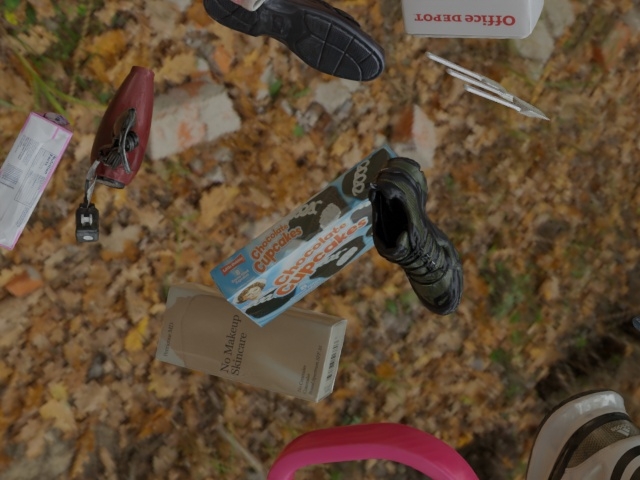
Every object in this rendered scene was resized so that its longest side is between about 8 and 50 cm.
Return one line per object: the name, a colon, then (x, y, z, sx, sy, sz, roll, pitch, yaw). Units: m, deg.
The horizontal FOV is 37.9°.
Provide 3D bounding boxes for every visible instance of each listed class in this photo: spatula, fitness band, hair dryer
spatula: (0.313, -0.289, 1.749, 0.242, 0.168, 0.019, 12, 120, -42)
fitness band: (0.063, 0.323, 1.149, 0.209, 0.291, 0.054, 63, 36, -17)
hair dryer: (-0.278, -0.150, 1.367, 0.080, 0.293, 0.223, 21, 131, -23)

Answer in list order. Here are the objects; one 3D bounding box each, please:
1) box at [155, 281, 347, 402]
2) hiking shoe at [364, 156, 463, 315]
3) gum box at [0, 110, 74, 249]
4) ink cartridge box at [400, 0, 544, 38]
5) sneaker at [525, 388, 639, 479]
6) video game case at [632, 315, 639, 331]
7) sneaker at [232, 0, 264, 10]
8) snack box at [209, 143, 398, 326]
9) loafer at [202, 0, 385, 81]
box: (-0.124, 0.178, 1.683, 0.121, 0.311, 0.148, -2, 103, -76)
hiking shoe: (0.113, 0.010, 1.231, 0.114, 0.086, 0.227, -39, 109, -47)
gum box: (-0.401, -0.090, 1.272, 0.062, 0.107, 0.188, 28, 92, -16)
ink cartridge box: (0.171, -0.353, 1.079, 0.092, 0.160, 0.219, -60, 149, -43)
sneaker: (0.362, 0.434, 1.217, 0.169, 0.257, 0.447, -11, 129, -16)
video game case: (0.500, 0.120, 1.219, 0.119, 0.166, 0.015, -21, 111, -1)
sneaker: (-0.085, -0.371, 1.261, 0.051, 0.070, 0.134, -37, 163, -47)
snack box: (0.000, 0.000, 1.425, 0.322, 0.060, 0.187, -36, 158, 0)
loafer: (-0.030, -0.352, 1.465, 0.109, 0.302, 0.095, 120, -11, -52)
